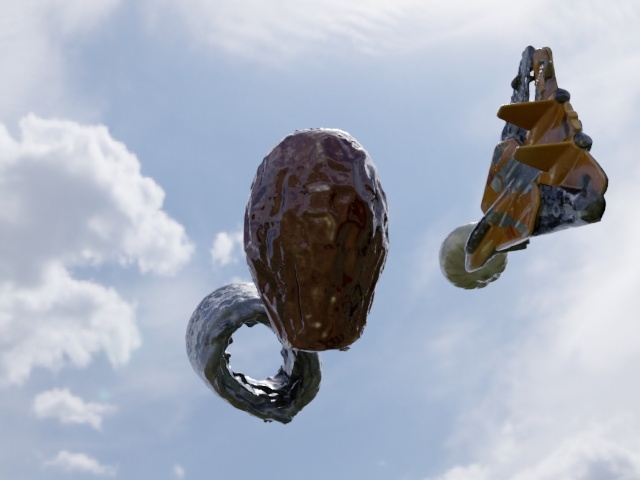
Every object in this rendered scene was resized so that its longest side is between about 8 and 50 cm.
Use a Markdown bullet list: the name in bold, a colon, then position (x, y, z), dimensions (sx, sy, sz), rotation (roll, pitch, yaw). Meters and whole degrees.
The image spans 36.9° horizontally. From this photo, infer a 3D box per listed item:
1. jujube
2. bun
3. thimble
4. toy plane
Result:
- **jujube**: position (0.000, 0.000, 1.254), dimensions (0.197, 0.290, 0.197), rotation (1, -1, 0)
- **bun**: position (0.291, 0.042, 1.782), dimensions (0.138, 0.094, 0.138), rotation (-6, -53, -8)
- **thimble**: position (-0.110, 0.193, 1.626), dimensions (0.205, 0.172, 0.236), rotation (-32, -70, -10)
- **toy plane**: position (0.222, -0.043, 1.046), dimensions (0.103, 0.204, 0.316), rotation (-11, -28, -8)
